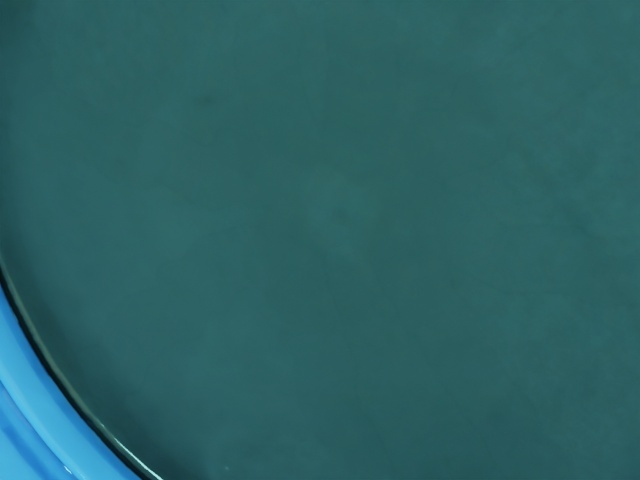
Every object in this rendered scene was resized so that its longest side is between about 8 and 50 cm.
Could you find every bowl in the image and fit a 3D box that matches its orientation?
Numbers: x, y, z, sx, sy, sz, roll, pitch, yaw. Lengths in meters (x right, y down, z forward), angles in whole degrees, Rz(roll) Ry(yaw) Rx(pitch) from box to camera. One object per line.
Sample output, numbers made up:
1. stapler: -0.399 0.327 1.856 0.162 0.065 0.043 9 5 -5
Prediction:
1. bowl: 0.000 0.000 0.507 0.391 0.077 0.391 9 115 20
